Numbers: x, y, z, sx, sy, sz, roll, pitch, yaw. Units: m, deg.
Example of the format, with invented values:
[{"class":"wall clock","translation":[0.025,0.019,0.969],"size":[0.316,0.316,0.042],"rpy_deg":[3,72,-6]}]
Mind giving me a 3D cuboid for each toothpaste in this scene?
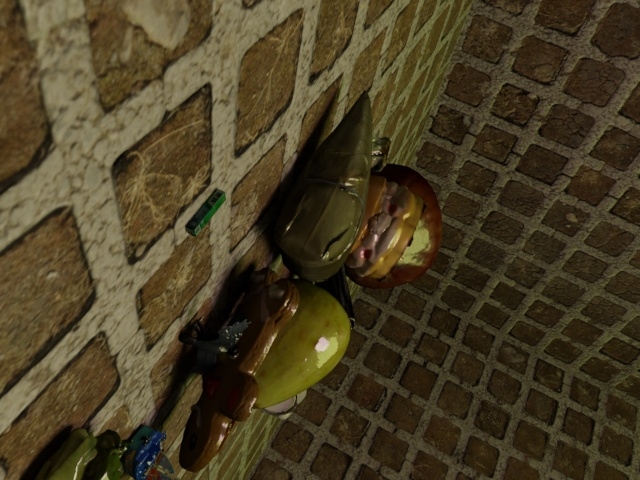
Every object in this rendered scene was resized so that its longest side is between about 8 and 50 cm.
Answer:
[{"class":"toothpaste","translation":[-0.174,-0.043,0.850],"size":[0.083,0.017,0.020],"rpy_deg":[-57,165,-30]}]

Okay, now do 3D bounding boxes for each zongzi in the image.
[{"class":"zongzi","translation":[0.025,-0.099,1.301],"size":[0.356,0.174,0.392],"rpy_deg":[102,8,-74]}]

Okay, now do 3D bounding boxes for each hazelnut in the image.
[{"class":"hazelnut","translation":[0.208,-0.043,1.805],"size":[0.421,0.353,0.420],"rpy_deg":[-40,148,-31]}]

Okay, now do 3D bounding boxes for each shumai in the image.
[{"class":"shumai","translation":[0.101,-0.204,1.434],"size":[0.184,0.142,0.184],"rpy_deg":[23,90,-79]}]

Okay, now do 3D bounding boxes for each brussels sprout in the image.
[{"class":"brussels sprout","translation":[-0.346,0.345,0.779],"size":[0.139,0.101,0.181],"rpy_deg":[-45,-161,52]}]

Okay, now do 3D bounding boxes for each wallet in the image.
[{"class":"wallet","translation":[0.014,0.221,1.610],"size":[0.262,0.071,0.221],"rpy_deg":[-56,-149,35]}]

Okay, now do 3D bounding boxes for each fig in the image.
[{"class":"fig","translation":[-0.091,0.247,1.321],"size":[0.326,0.258,0.258],"rpy_deg":[-45,163,-21]}]

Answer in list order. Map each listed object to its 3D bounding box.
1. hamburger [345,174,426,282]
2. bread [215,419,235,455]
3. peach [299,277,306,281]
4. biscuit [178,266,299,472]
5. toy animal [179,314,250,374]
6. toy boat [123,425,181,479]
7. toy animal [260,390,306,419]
[{"class":"hamburger","translation":[0.123,-0.050,1.484],"size":[0.276,0.237,0.276],"rpy_deg":[-60,-174,11]},{"class":"bread","translation":[-0.285,0.547,1.633],"size":[0.136,0.054,0.154],"rpy_deg":[-52,170,-39]},{"class":"peach","translation":[-0.004,0.000,1.626],"size":[0.279,0.068,0.189],"rpy_deg":[-60,161,-7]},{"class":"biscuit","translation":[-0.186,0.257,1.129],"size":[0.432,0.064,0.283],"rpy_deg":[-62,-157,-5]},{"class":"toy animal","translation":[-0.203,0.192,1.041],"size":[0.220,0.108,0.062],"rpy_deg":[-45,-172,39]},{"class":"toy boat","translation":[-0.318,0.438,1.072],"size":[0.091,0.110,0.175],"rpy_deg":[-51,166,-46]},{"class":"toy animal","translation":[-0.110,0.326,1.528],"size":[0.154,0.209,0.325],"rpy_deg":[-112,-138,-74]}]
